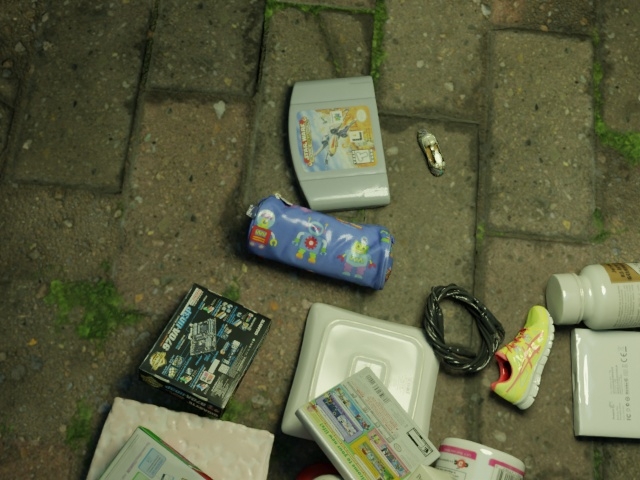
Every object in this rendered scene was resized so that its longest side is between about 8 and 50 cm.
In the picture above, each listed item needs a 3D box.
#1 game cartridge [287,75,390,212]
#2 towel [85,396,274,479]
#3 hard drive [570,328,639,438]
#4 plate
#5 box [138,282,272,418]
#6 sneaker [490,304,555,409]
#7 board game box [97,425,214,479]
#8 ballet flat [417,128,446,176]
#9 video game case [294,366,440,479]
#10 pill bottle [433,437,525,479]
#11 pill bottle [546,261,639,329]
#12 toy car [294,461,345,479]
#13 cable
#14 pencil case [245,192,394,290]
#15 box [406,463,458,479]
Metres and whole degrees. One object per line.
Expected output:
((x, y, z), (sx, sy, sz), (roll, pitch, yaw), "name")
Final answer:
((0.031, -0.206, 1.779), (0.198, 0.062, 0.297), (-5, 73, -9), "game cartridge")
((-0.273, 0.472, 1.537), (0.332, 0.053, 0.317), (12, 73, 11), "towel")
((0.661, 0.288, 1.664), (0.319, 0.040, 0.210), (3, 73, -2), "hard drive")
((0.089, 0.265, 1.615), (0.278, 0.045, 0.277), (14, 61, 1), "plate")
((-0.216, 0.206, 1.604), (0.175, 0.051, 0.220), (24, 53, 5), "box")
((0.393, 0.219, 1.646), (0.094, 0.081, 0.208), (20, 73, -4), "sneaker")
((-0.264, 0.515, 1.460), (0.316, 0.064, 0.242), (34, 78, 15), "board game box")
((0.240, -0.194, 1.791), (0.041, 0.041, 0.114), (-17, 74, -8), "ballet flat")
((0.086, 0.346, 1.495), (0.193, 0.023, 0.212), (-23, 66, -43), "video game case")
((0.257, 0.515, 1.513), (0.160, 0.160, 0.283), (20, 73, 3), "pill bottle")
((0.576, 0.110, 1.667), (0.229, 0.131, 0.131), (-3, 73, -4), "pill bottle")
((0.024, 0.491, 1.468), (0.219, 0.238, 0.210), (-18, 75, -8), "toy car")
((0.272, 0.170, 1.666), (0.150, 0.047, 0.184), (-40, 88, -24), "cable")
((0.000, 0.000, 1.677), (0.306, 0.119, 0.133), (17, 96, 1), "pencil case")
((0.165, 0.510, 1.386), (0.232, 0.127, 0.148), (-52, 49, 5), "box")
